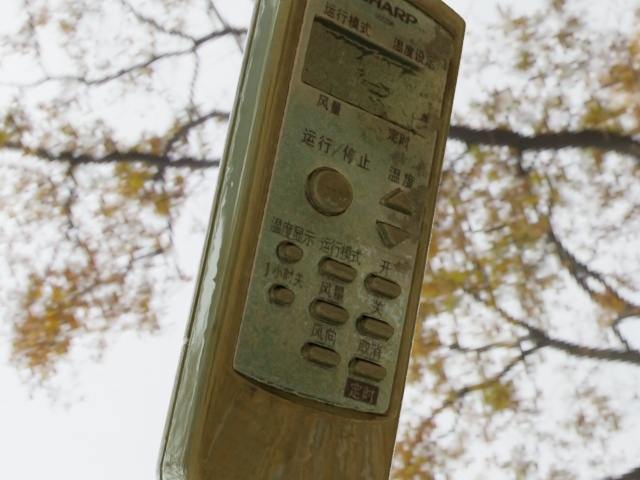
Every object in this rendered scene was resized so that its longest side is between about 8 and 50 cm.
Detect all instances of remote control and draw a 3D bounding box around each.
[{"bbox_3d":[0.000,0.000,0.533,0.098,0.038,0.233,21,-108,-36],"label":"remote control"}]
